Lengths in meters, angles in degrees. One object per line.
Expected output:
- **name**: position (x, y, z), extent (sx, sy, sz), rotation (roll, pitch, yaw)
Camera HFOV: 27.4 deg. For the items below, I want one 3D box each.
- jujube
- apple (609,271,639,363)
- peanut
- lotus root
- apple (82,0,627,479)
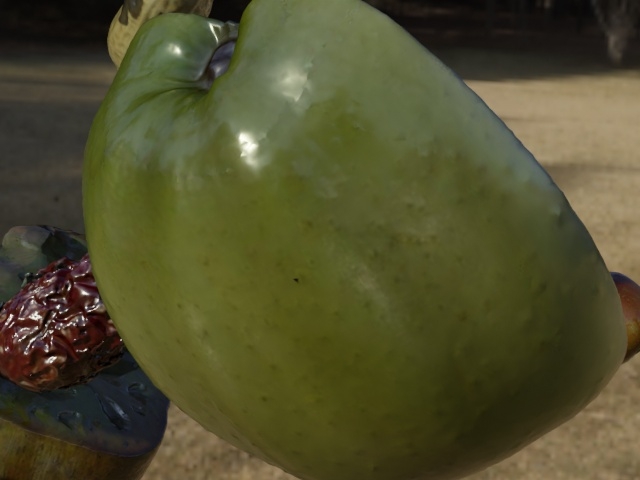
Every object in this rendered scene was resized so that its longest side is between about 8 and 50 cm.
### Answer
- **jujube**: position (-0.196, 0.067, 1.060), extent (0.166, 0.104, 0.104), rotation (-26, -9, 32)
- **apple**: position (0.324, 0.088, 1.479), extent (0.102, 0.099, 0.114), rotation (45, 3, 2)
- **peanut**: position (-0.172, -0.237, 1.401), extent (0.090, 0.098, 0.214), rotation (31, -38, -8)
- **lotus root**: position (-0.317, 0.130, 1.463), extent (0.375, 0.111, 0.390), rotation (46, 35, 23)
- **apple**: position (0.000, 0.000, 0.890), extent (0.320, 0.360, 0.311), rotation (-30, 33, 11)
